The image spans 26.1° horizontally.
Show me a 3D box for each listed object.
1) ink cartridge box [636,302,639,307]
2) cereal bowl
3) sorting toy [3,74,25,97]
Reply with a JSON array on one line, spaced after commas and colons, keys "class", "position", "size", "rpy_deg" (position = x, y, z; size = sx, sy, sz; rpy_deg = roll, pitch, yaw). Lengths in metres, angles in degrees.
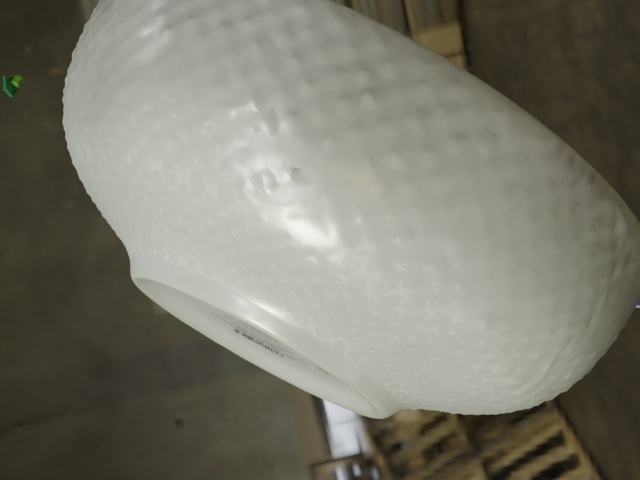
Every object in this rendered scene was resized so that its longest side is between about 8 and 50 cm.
[{"class": "ink cartridge box", "position": [0.405, 0.047, 1.600], "size": [0.330, 0.324, 0.071], "rpy_deg": [-170, 84, -69]}, {"class": "cereal bowl", "position": [0.000, 0.000, 0.760], "size": [0.141, 0.339, 0.339], "rpy_deg": [-61, -5, -12]}, {"class": "sorting toy", "position": [-0.314, -0.132, 1.273], "size": [0.012, 0.083, 0.062], "rpy_deg": [-9, -82, -88]}]
